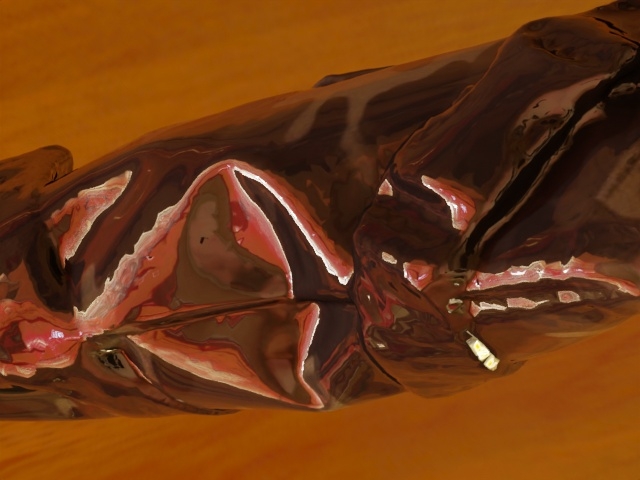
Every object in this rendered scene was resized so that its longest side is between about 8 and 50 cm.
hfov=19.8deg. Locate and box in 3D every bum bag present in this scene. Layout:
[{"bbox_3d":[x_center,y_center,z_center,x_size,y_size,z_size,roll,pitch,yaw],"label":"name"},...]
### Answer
[{"bbox_3d":[0.000,0.000,0.511,0.340,0.144,0.095,-10,114,33],"label":"bum bag"}]
